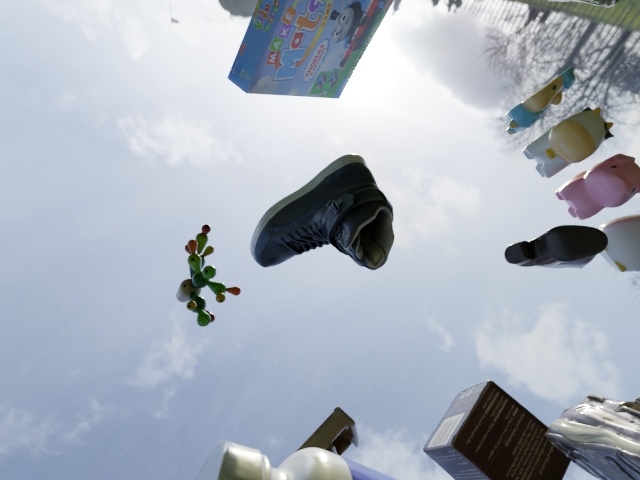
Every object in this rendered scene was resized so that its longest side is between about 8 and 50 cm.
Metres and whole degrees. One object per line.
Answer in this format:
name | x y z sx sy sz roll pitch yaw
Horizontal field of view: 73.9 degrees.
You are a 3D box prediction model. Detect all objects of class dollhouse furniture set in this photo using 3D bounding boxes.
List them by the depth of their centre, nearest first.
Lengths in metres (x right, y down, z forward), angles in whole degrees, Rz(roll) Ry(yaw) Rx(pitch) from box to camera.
dollhouse furniture set | 0.062 0.413 0.652 0.161 0.212 0.242 -39 -127 -23

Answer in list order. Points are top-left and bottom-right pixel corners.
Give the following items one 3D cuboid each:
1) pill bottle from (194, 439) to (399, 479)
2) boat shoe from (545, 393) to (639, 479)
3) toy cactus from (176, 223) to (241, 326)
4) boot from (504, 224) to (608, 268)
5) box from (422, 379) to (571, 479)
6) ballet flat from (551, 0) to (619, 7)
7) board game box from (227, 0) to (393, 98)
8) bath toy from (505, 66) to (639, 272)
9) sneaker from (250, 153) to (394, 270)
pill bottle | 0.025 0.259 0.329 0.272 0.152 0.152 27 -135 -11
boat shoe | 0.464 0.267 0.567 0.132 0.355 0.130 43 -108 -5
toy cactus | -0.267 0.090 0.950 0.112 0.180 0.219 -1 -113 -40
boot | 0.277 0.012 0.461 0.114 0.106 0.037 9 -102 -32
box | 0.360 0.434 0.884 0.203 0.168 0.167 39 -118 13
ballet flat | 0.260 -0.264 0.300 0.123 0.123 0.348 22 -169 6
board game box | -0.001 -0.251 0.511 0.039 0.160 0.211 43 -148 15
bath toy | 0.463 -0.108 0.710 0.348 0.129 0.151 54 -161 1
sneaker | -0.001 -0.001 0.591 0.086 0.226 0.163 33 -158 -43
